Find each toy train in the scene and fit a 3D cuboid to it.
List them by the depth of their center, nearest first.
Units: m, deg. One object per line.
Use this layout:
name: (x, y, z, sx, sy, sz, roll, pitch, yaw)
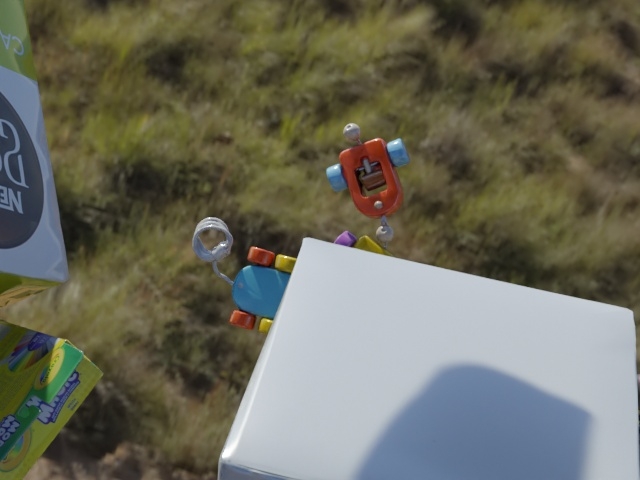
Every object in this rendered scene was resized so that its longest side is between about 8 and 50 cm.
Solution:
toy train: (0.000, 0.000, 0.963, 0.125, 0.166, 0.046, 67, 12, 13)

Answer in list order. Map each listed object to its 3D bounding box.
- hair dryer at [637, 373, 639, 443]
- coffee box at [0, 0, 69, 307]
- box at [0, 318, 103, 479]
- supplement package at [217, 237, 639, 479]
hair dryer: (0.270, 0.091, 0.799, 0.224, 0.293, 0.080, 28, 25, 19)
coffee box: (-0.433, -0.093, 0.981, 0.338, 0.338, 0.334, 20, 55, -61)
box: (-0.220, 0.114, 0.966, 0.043, 0.179, 0.105, 44, 72, -22)
supplement package: (0.022, 0.108, 0.409, 0.105, 0.179, 0.105, 13, 34, 4)
